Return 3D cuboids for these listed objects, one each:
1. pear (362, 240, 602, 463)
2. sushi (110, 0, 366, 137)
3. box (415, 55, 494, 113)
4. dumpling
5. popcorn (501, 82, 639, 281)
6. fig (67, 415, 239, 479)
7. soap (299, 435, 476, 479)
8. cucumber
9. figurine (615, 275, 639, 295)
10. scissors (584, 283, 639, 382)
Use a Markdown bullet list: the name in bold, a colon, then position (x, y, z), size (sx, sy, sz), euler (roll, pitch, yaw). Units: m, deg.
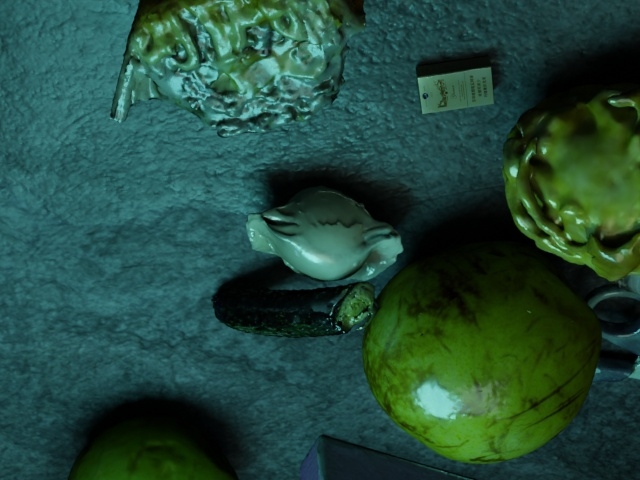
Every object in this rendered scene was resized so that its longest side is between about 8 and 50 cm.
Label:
- **pear**: position (0.191, 0.127, 1.889), size (0.283, 0.283, 0.283), euler (-2, 133, -2)
- **sushi**: position (-0.087, -0.213, 1.634), size (0.274, 0.139, 0.184), euler (-9, 130, 9)
- **box**: position (0.149, -0.172, 1.763), size (0.083, 0.024, 0.053), euler (-6, 132, 4)
- **dumpling**: position (0.000, 0.000, 1.866), size (0.188, 0.108, 0.127), euler (9, 155, -13)
- **popcorn**: position (0.328, -0.071, 1.733), size (0.250, 0.250, 0.190), euler (-14, 153, 9)
- **fig**: position (-0.223, 0.368, 2.071), size (0.239, 0.271, 0.239), euler (11, 147, 7)
- **soap**: position (0.100, 0.381, 2.163), size (0.259, 0.181, 0.081), euler (17, 125, -20)
- **cucumber**: position (-0.041, 0.085, 1.902), size (0.245, 0.067, 0.067), euler (-6, 141, 43)
- **figurine**: position (0.434, 0.016, 1.891), size (0.184, 0.128, 0.208), euler (-14, 140, 5)
- **scissors**: position (0.454, 0.170, 2.083), size (0.383, 0.029, 0.256), euler (17, 139, -23)
